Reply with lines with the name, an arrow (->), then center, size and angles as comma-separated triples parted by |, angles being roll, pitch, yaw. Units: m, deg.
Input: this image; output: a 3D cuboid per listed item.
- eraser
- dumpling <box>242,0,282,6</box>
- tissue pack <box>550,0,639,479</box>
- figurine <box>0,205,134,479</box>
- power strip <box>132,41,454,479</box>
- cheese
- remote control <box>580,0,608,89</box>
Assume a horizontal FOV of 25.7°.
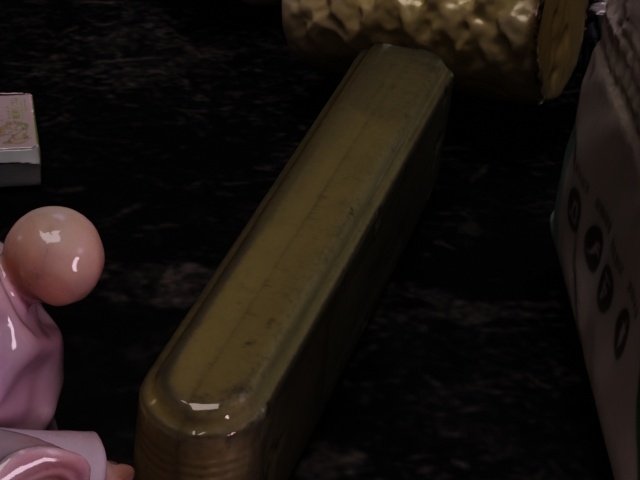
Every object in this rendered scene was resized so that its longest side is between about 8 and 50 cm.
eraser -> -0.181, -0.058, 0.807 | 0.038, 0.019, 0.083 | -2, 34, -14
dumpling -> -0.037, -0.231, 1.006 | 0.167, 0.126, 0.216 | 8, 33, 34
tissue pack -> 0.256, 0.040, 0.564 | 0.266, 0.193, 0.356 | 4, 35, -3
figurine -> -0.146, 0.077, 0.510 | 0.200, 0.133, 0.276 | -37, 49, -7
power strip -> 0.000, 0.000, 0.679 | 0.066, 0.092, 0.387 | 16, 34, 11
cheese -> 0.072, -0.137, 0.869 | 0.167, 0.093, 0.123 | 9, 9, 25
remote control -> 0.204, -0.096, 0.893 | 0.090, 0.066, 0.266 | 21, 29, -3
